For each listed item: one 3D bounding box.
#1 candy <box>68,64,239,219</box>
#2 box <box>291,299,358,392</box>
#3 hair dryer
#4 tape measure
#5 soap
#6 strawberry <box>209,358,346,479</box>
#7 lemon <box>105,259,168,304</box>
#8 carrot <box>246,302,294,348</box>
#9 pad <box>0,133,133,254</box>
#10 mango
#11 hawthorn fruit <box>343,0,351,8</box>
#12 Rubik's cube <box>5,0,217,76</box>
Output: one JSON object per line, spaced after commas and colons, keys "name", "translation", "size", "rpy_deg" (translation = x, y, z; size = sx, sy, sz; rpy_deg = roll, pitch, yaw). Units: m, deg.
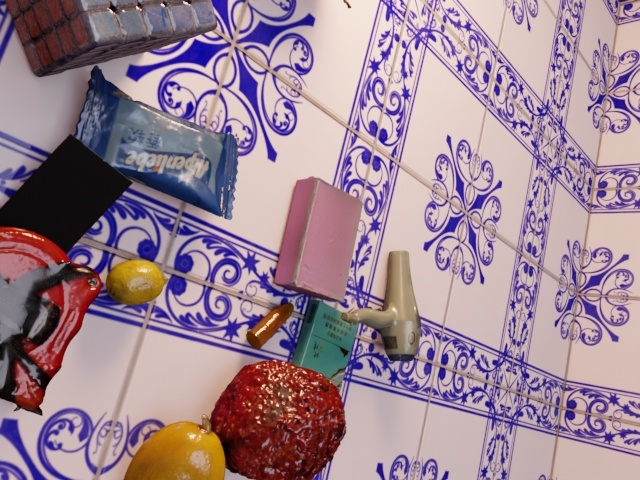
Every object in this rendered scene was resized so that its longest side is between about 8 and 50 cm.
{"name": "candy", "translation": [-0.279, -0.166, 1.063], "size": [0.331, 0.077, 0.187], "rpy_deg": [17, 74, -41]}
{"name": "box", "translation": [0.007, 0.278, 1.412], "size": [0.162, 0.041, 0.229], "rpy_deg": [32, 68, -41]}
{"name": "hair dryer", "translation": [0.176, 0.141, 1.534], "size": [0.298, 0.119, 0.295], "rpy_deg": [41, 51, -39]}
{"name": "tape measure", "translation": [-0.478, 0.105, 0.869], "size": [0.260, 0.114, 0.253], "rpy_deg": [39, 63, -38]}
{"name": "soap", "translation": [-0.001, 0.000, 1.372], "size": [0.181, 0.081, 0.259], "rpy_deg": [22, 74, -44]}
{"name": "strawberry", "translation": [-0.096, 0.378, 1.164], "size": [0.220, 0.274, 0.274], "rpy_deg": [-31, 115, -67]}
{"name": "lemon", "translation": [-0.327, 0.075, 1.044], "size": [0.111, 0.082, 0.082], "rpy_deg": [-7, 95, -41]}
{"name": "carrot", "translation": [-0.107, 0.180, 1.297], "size": [0.139, 0.048, 0.048], "rpy_deg": [-44, 120, -39]}
{"name": "pad", "translation": [-0.418, -0.064, 0.948], "size": [0.190, 0.004, 0.127], "rpy_deg": [-47, 127, -2]}
{"name": "mango", "translation": [-0.272, 0.461, 1.059], "size": [0.177, 0.119, 0.316], "rpy_deg": [18, 93, -11]}
{"name": "hawthorn fruit", "translation": [0.018, -0.648, 1.290], "size": [0.242, 0.242, 0.271], "rpy_deg": [-52, 132, -31]}
{"name": "Rubik's cube", "translation": [-0.341, -0.411, 0.911], "size": [0.237, 0.238, 0.237], "rpy_deg": [-32, 114, -40]}
